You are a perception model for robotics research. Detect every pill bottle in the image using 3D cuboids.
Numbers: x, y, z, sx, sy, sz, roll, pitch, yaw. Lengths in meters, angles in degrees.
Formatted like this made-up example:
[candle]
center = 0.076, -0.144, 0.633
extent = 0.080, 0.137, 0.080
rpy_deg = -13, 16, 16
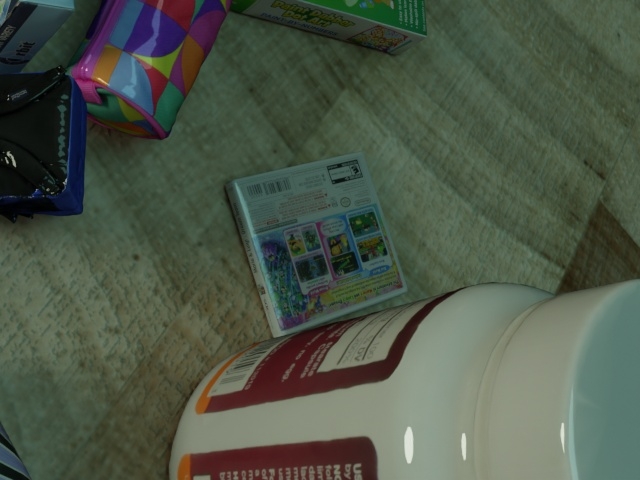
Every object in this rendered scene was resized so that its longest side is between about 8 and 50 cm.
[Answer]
[pill bottle]
center = 0.080, 0.152, 0.659
extent = 0.224, 0.392, 0.224
rpy_deg = 10, 72, -34

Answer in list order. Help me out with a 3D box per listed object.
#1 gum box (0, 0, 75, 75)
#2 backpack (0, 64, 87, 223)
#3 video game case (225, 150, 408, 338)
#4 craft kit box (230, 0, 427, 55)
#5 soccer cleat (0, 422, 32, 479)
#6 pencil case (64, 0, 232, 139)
[gum box]
center = -0.226, -0.220, 0.688
extent = 0.041, 0.157, 0.184
rpy_deg = 2, 76, -36
[backpack]
center = -0.228, -0.059, 0.681
extent = 0.120, 0.101, 0.098
rpy_deg = -1, 71, -3
[video game case]
center = 0.000, 0.000, 0.880
extent = 0.157, 0.019, 0.143
rpy_deg = -16, 88, -39
[craft kit box]
center = -0.011, -0.327, 0.942
extent = 0.246, 0.061, 0.250
rpy_deg = 5, 74, -32
[soccer cleat]
center = -0.215, 0.181, 0.646
extent = 0.095, 0.083, 0.248
rpy_deg = -17, 84, -62
[pencil case]
center = -0.122, -0.198, 0.767
extent = 0.104, 0.104, 0.236
rpy_deg = 27, 76, -28
